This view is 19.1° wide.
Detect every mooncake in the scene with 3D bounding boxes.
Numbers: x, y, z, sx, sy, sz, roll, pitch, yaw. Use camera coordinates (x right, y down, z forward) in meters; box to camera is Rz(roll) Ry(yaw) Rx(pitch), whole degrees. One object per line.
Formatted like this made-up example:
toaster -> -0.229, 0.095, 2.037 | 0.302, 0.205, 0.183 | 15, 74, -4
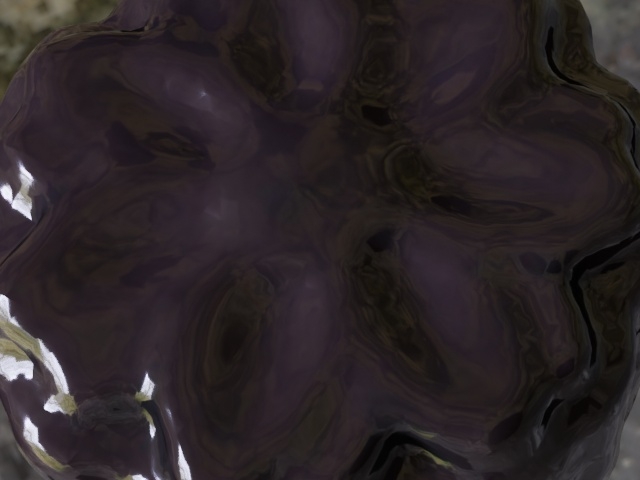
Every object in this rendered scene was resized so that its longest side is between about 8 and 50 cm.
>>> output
mooncake -> 0.000, 0.000, 0.746 | 0.283, 0.283, 0.141 | -27, -22, -8
